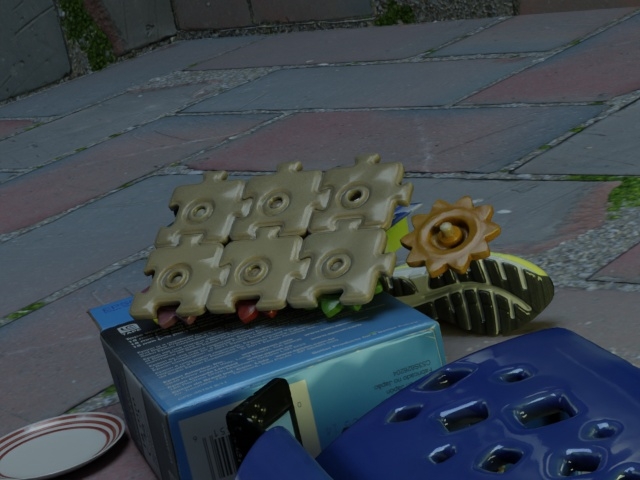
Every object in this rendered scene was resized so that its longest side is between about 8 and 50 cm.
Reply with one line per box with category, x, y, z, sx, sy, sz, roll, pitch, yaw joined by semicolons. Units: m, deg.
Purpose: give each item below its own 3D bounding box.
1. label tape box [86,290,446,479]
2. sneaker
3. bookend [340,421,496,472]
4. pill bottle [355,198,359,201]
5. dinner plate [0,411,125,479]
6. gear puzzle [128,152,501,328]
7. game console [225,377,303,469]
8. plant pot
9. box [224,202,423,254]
label tape box;-0.055;0.114;1.395;0.240;0.106;0.333;-17;16;-15
sneaker;0.141;0.041;1.541;0.208;0.081;0.094;-2;17;35
bookend;0.084;0.189;1.099;0.157;0.072;0.156;-8;18;13
pill bottle;-0.034;0.007;1.718;0.208;0.118;0.117;-17;17;-13
dinner plate;-0.247;0.194;1.432;0.141;0.017;0.141;-11;17;3
gear puzzle;0.002;0.003;1.381;0.339;0.044;0.175;-5;48;25
game console;-0.020;0.175;1.135;0.071;0.122;0.107;0;20;33
plant pot;0.084;0.198;0.750;0.212;0.236;0.236;-12;18;-17
box;0.000;0.000;1.474;0.178;0.042;0.109;-1;20;31
